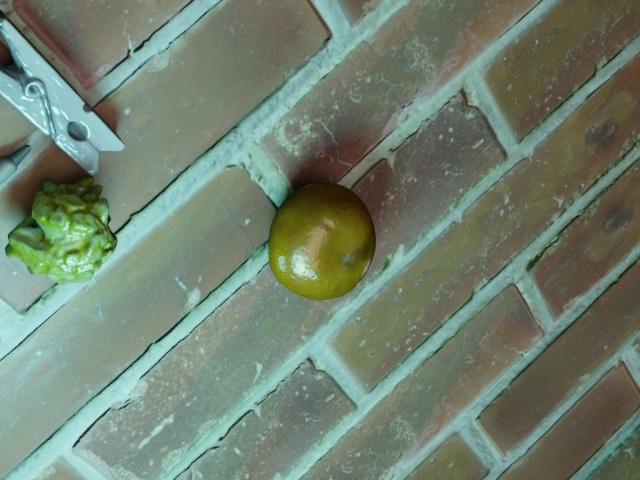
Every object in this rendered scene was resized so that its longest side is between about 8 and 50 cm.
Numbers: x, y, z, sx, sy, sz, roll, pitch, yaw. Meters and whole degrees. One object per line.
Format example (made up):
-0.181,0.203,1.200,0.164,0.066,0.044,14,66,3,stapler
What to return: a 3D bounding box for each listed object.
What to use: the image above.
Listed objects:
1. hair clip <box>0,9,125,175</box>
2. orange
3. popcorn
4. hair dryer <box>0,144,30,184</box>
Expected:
-0.469,-0.249,1.673,0.101,0.085,0.331,-44,131,-3,hair clip
0.000,0.000,1.987,0.240,0.171,0.240,-9,111,-25,orange
-0.441,-0.021,1.731,0.167,0.185,0.187,31,118,-16,popcorn
-0.599,-0.098,1.684,0.195,0.053,0.220,38,89,-35,hair dryer
